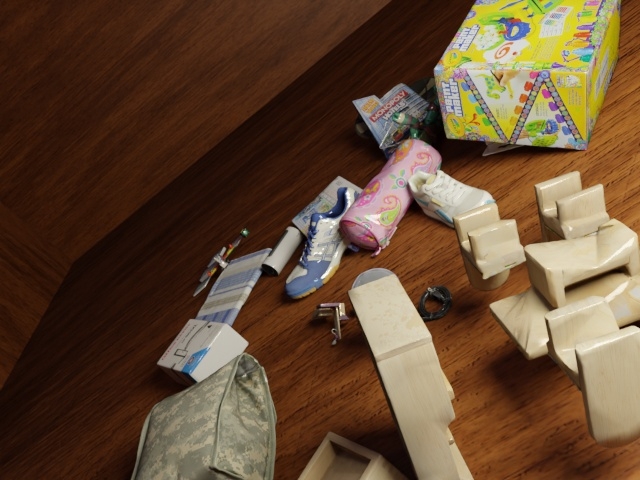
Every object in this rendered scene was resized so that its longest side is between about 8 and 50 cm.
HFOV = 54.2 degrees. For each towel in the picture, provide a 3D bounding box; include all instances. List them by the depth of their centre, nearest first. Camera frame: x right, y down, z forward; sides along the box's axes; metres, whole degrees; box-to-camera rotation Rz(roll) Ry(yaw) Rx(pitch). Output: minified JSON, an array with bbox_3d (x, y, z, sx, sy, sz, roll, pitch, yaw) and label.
[{"bbox_3d":[-0.248,0.146,1.734,0.209,0.034,0.285,-19,33,43],"label":"towel"}]

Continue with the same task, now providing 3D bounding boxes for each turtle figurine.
[{"bbox_3d":[0.245,-0.272,1.580,0.234,0.118,0.175,-47,-17,-13],"label":"turtle figurine"}]

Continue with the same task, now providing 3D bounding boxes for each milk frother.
[{"bbox_3d":[0.145,0.101,1.080,0.129,0.134,0.143,25,70,31],"label":"milk frother"}]

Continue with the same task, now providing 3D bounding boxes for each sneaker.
[{"bbox_3d":[0.258,-0.089,1.275,0.087,0.092,0.229,-46,25,-12],"label":"sneaker"},{"bbox_3d":[0.000,0.000,1.479,0.296,0.131,0.112,-49,26,-11],"label":"sneaker"}]

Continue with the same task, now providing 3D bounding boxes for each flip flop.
[{"bbox_3d":[0.230,-0.370,1.798,0.277,0.080,0.112,-31,61,4],"label":"flip flop"}]

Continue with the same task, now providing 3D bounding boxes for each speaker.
[{"bbox_3d":[-0.101,0.030,1.676,0.055,0.055,0.136,-8,42,53],"label":"speaker"}]

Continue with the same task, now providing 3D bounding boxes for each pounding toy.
[{"bbox_3d":[0.033,0.387,0.830,0.206,0.094,0.181,-53,25,-22],"label":"pounding toy"}]

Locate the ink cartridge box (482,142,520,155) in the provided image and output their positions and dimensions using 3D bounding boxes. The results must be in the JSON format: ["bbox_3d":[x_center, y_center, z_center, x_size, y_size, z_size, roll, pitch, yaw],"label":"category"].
[{"bbox_3d":[0.418,-0.282,1.377,0.115,0.067,0.198,-12,38,48],"label":"ink cartridge box"}]

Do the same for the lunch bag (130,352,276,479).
[{"bbox_3d":[-0.208,0.365,1.147,0.235,0.169,0.287,-33,30,21],"label":"lunch bag"}]

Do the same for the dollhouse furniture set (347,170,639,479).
[{"bbox_3d":[0.271,0.138,0.816,0.395,0.256,0.362,-20,26,-1],"label":"dollhouse furniture set"}]

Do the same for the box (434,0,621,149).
[{"bbox_3d":[0.417,-0.350,1.241,0.279,0.177,0.289,12,54,31],"label":"box"}]

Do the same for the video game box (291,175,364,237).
[{"bbox_3d":[0.026,-0.077,1.667,0.187,0.048,0.205,-41,24,-1],"label":"video game box"}]

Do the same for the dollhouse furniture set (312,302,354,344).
[{"bbox_3d":[0.033,0.175,1.288,0.114,0.091,0.081,140,127,-70],"label":"dollhouse furniture set"}]

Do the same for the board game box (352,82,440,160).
[{"bbox_3d":[0.190,-0.350,1.720,0.194,0.060,0.194,-42,60,-3],"label":"board game box"}]

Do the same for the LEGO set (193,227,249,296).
[{"bbox_3d":[-0.314,0.049,1.925,0.244,0.060,0.182,-37,21,39],"label":"LEGO set"}]

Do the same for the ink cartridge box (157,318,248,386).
[{"bbox_3d":[-0.291,0.276,1.520,0.203,0.086,0.148,-5,44,53],"label":"ink cartridge box"}]

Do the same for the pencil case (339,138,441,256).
[{"bbox_3d":[0.160,-0.101,1.420,0.284,0.124,0.124,-53,26,-21],"label":"pencil case"}]
